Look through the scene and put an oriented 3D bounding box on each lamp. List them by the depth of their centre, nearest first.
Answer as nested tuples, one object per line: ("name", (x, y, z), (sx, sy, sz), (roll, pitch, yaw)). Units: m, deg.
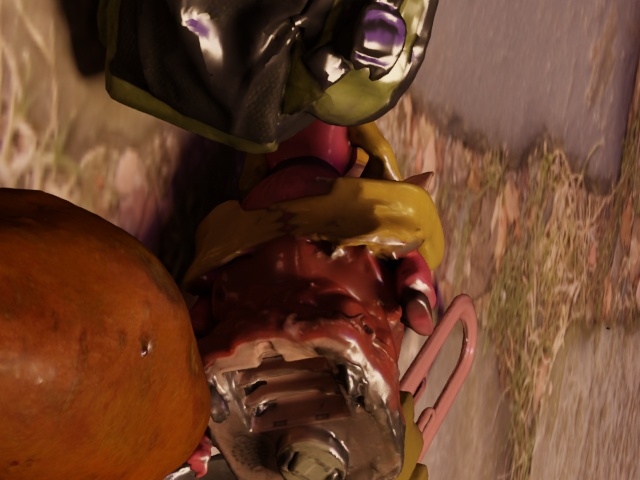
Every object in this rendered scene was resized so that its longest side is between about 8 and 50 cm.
("lamp", (0.000, 0.000, 0.758), (0.253, 0.118, 0.118), (-85, 165, -50))

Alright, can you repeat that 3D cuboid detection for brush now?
("brush", (0.048, 0.115, 0.972), (0.233, 0.047, 0.103), (-56, 144, -46))

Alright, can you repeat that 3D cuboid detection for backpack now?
("backpack", (0.008, -0.165, 0.635), (0.207, 0.140, 0.253), (-57, 169, -46))

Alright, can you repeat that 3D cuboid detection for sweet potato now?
("sweet potato", (-0.100, 0.037, 0.550), (0.359, 0.112, 0.112), (59, 43, -73))

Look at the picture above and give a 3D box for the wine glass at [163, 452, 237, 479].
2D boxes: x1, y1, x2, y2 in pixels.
("wine glass", (-0.034, 0.202, 0.758), (0.122, 0.122, 0.183), (-48, 144, -50))
